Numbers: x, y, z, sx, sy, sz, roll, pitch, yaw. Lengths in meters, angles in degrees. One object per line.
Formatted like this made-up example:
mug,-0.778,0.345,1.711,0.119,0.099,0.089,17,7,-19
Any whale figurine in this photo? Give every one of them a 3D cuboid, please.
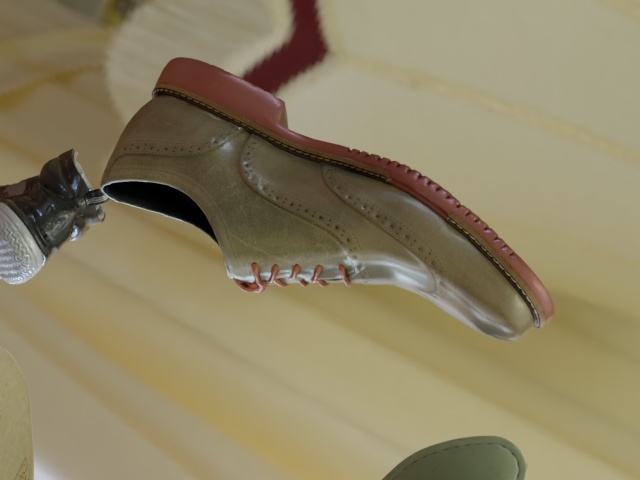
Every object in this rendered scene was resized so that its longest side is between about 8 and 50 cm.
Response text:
whale figurine,-0.337,0.213,1.711,0.216,0.141,0.272,-73,158,-54

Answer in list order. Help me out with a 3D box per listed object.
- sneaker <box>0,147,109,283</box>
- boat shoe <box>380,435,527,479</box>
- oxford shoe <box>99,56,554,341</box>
sneaker,-0.328,-0.031,2.077,0.153,0.268,0.101,-33,113,-24
boat shoe,0.081,0.231,1.608,0.228,0.081,0.069,-31,166,17
oxford shoe,0.000,0.000,1.354,0.130,0.348,0.123,-54,156,-18
